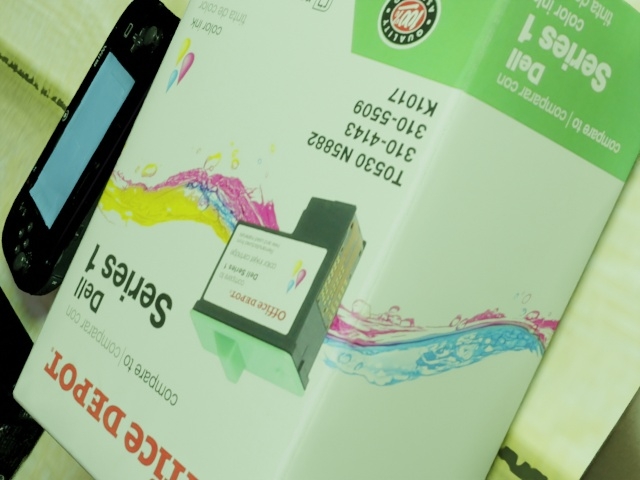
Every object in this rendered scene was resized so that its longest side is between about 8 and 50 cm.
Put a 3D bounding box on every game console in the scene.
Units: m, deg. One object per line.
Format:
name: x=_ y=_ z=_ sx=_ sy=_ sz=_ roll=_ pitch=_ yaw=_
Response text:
game console: x=-0.197 y=-0.003 z=0.806 sx=0.361 sy=0.044 sz=0.213 roll=-57 pitch=43 yaw=10

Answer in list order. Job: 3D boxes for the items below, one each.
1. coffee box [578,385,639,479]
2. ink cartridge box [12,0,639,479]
coffee box: x=0.156 y=0.118 z=0.331 sx=0.168 sy=0.119 sz=0.297 roll=41 pitch=103 yaw=46
ink cartridge box: x=0.000 y=0.000 z=0.545 sx=0.201 sy=0.117 sz=0.278 roll=28 pitch=95 yaw=48
